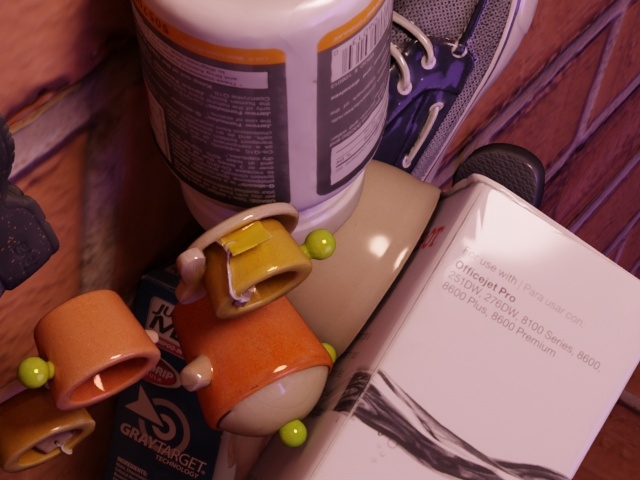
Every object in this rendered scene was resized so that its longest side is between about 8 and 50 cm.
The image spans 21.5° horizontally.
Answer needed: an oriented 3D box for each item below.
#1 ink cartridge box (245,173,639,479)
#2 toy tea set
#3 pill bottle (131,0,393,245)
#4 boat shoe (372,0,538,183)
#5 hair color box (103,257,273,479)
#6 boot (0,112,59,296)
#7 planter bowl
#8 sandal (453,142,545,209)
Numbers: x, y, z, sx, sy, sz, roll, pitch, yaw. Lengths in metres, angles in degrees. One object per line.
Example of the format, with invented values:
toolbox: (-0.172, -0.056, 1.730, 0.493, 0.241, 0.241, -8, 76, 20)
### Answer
ink cartridge box: (0.056, 0.170, 1.235, 0.395, 0.166, 0.285, -59, -175, -7)
toy tea set: (-0.127, 0.112, 1.091, 0.336, 0.124, 0.200, -27, 163, -7)
pill bottle: (-0.035, -0.115, 1.075, 0.162, 0.162, 0.278, -50, 161, -24)
boat shoe: (0.054, -0.131, 1.332, 0.158, 0.127, 0.340, -23, 142, -51)
hair color box: (-0.090, 0.173, 1.415, 0.174, 0.105, 0.347, -30, 139, -56)
boot: (-0.252, 0.011, 0.805, 0.222, 0.118, 0.338, -47, 155, -15)
planter bowl: (0.000, 0.000, 1.248, 0.162, 0.109, 0.162, -56, -176, 6)
sandal: (0.194, -0.041, 1.909, 0.054, 0.097, 0.254, -47, 169, -27)
